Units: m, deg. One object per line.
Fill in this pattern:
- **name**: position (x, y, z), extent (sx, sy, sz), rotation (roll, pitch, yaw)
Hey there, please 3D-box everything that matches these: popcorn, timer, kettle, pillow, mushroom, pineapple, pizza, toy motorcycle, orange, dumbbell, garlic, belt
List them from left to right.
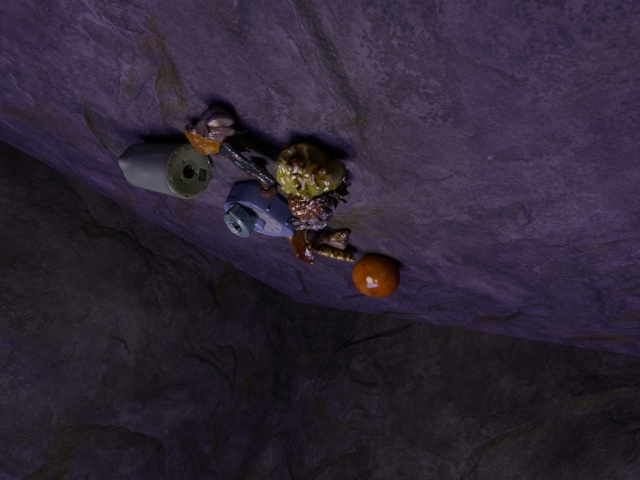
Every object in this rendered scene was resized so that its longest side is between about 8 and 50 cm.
- **kettle**: position (-0.711, -0.342, 1.943), extent (0.377, 0.250, 0.361), rotation (12, -172, 31)
- **pizza**: position (-0.412, -0.409, 1.627), extent (0.297, 0.071, 0.189), rotation (10, 158, 26)
- **garlic**: position (-0.353, -0.426, 1.488), extent (0.194, 0.127, 0.131), rotation (2, -166, -35)
- **belt**: position (-0.407, -0.090, 2.001), extent (0.163, 0.082, 0.148), rotation (44, 145, -19)
- **pillow**: position (-0.290, -0.294, 1.587), extent (0.256, 0.034, 0.189), rotation (33, 171, -15)
- **timer**: position (-0.333, -0.144, 2.123), extent (0.395, 0.173, 0.395), rotation (17, 162, 6)
- **dumbbell**: position (-0.264, -0.278, 1.818), extent (0.092, 0.082, 0.231), rotation (13, 160, 17)
- **popcorn**: position (-0.059, -0.267, 1.509), extent (0.225, 0.173, 0.286), rotation (36, 158, -25)
- **toy motorcycle**: position (-0.038, -0.098, 2.031), extent (0.225, 0.073, 0.152), rotation (-14, 148, 15)
- **mushroom**: position (-0.014, 0.031, 2.178), extent (0.302, 0.207, 0.233), rotation (12, 166, -2)
- **pineapple**: position (0.011, -0.197, 1.694), extent (0.169, 0.169, 0.340), rotation (33, 144, -32)
- **orange**: position (0.322, 0.211, 2.349), extent (0.284, 0.226, 0.284), rotation (15, 154, 8)

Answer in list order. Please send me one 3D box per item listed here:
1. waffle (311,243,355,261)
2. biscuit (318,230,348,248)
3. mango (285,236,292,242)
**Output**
- **waffle**: position (0.056, 0.062, 2.369), extent (0.310, 0.065, 0.283), rotation (15, -178, -24)
- **biscuit**: position (0.071, -0.003, 2.256), extent (0.169, 0.070, 0.082), rotation (16, 152, 18)
- **mango**: position (-0.180, -0.045, 2.363), extent (0.228, 0.099, 0.136), rotation (25, 169, 15)
